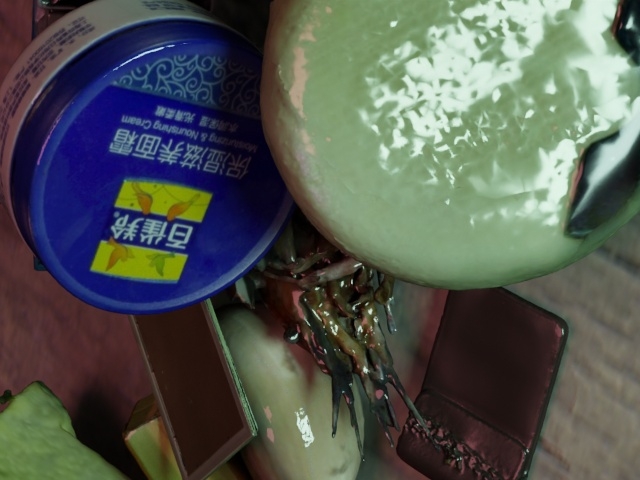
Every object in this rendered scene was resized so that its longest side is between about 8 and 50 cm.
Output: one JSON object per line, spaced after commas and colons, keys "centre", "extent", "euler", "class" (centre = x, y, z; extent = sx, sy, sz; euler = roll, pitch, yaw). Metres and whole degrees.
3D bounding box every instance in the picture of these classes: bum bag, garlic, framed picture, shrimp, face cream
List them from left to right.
{"centre": [-0.119, -0.062, 1.115], "extent": [0.111, 0.206, 0.206], "euler": [44, 122, 50], "class": "face cream"}
{"centre": [-0.104, 0.088, 1.256], "extent": [0.142, 0.011, 0.183], "euler": [-47, 60, 54], "class": "framed picture"}
{"centre": [-0.021, 0.160, 1.265], "extent": [0.128, 0.148, 0.266], "euler": [-19, 74, 4], "class": "garlic"}
{"centre": [0.001, 0.003, 1.208], "extent": [0.145, 0.116, 0.343], "euler": [-39, 62, 38], "class": "shrimp"}
{"centre": [0.115, 0.111, 1.179], "extent": [0.109, 0.026, 0.159], "euler": [27, 110, 38], "class": "bum bag"}

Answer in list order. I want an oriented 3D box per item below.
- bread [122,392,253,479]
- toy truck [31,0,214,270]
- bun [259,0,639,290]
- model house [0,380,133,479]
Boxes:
{"centre": [-0.095, 0.188, 1.362], "extent": [0.074, 0.084, 0.139], "euler": [-32, 101, 11], "class": "bread"}
{"centre": [-0.160, -0.133, 1.251], "extent": [0.175, 0.146, 0.367], "euler": [-109, 24, -50], "class": "toy truck"}
{"centre": [0.093, -0.107, 1.070], "extent": [0.179, 0.283, 0.283], "euler": [-123, 33, -84], "class": "bun"}
{"centre": [-0.237, 0.320, 1.392], "extent": [0.266, 0.261, 0.321], "euler": [34, 117, 5], "class": "model house"}
